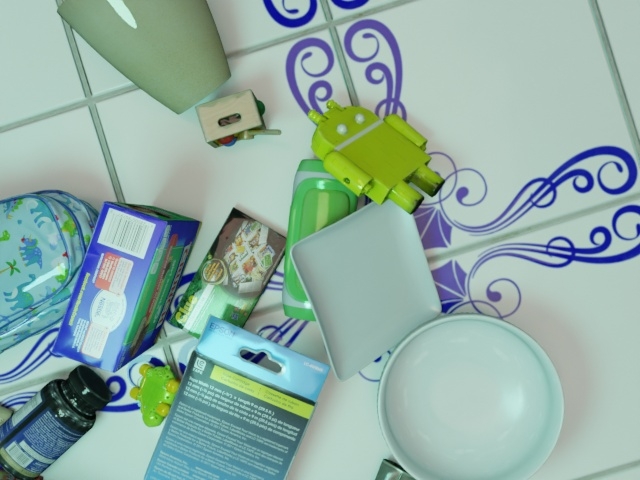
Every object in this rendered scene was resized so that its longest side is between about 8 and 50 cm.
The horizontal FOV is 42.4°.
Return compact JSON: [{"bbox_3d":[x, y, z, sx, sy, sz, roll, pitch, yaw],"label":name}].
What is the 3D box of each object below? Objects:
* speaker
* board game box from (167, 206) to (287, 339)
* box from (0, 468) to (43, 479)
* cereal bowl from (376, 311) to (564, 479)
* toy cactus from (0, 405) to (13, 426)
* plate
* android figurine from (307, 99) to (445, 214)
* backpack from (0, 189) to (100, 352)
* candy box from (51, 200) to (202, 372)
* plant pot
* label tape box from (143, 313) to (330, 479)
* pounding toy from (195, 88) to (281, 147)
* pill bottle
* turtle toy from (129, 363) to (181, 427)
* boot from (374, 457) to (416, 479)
[{"bbox_3d":[0.000,0.000,1.562,0.131,0.131,0.297,6,91,2],"label":"speaker"},{"bbox_3d":[-0.177,0.080,1.616,0.136,0.030,0.260,30,91,-1],"label":"board game box"},{"bbox_3d":[-0.635,0.581,1.586,0.128,0.122,0.257,10,91,1],"label":"box"},{"bbox_3d":[0.273,0.298,1.548,0.338,0.141,0.339,0,90,2],"label":"cereal bowl"},{"bbox_3d":[-0.695,0.327,1.606,0.180,0.112,0.219,13,82,-8],"label":"toy cactus"},{"bbox_3d":[0.083,0.076,1.522,0.277,0.045,0.278,-30,110,-30],"label":"plate"},{"bbox_3d":[0.096,-0.164,1.523,0.273,0.248,0.056,42,133,13],"label":"android figurine"},{"bbox_3d":[-0.562,0.048,1.534,0.355,0.273,0.290,-18,76,-10],"label":"backpack"},{"bbox_3d":[-0.335,0.072,1.476,0.122,0.317,0.268,20,92,0],"label":"candy box"},{"bbox_3d":[-0.295,-0.381,1.525,0.256,0.256,0.274,-36,105,2],"label":"plant pot"},{"bbox_3d":[-0.152,0.334,1.559,0.249,0.115,0.348,22,96,2],"label":"label tape box"},{"bbox_3d":[-0.150,-0.221,1.561,0.141,0.130,0.100,-17,90,2],"label":"pounding toy"},{"bbox_3d":[-0.512,0.345,1.580,0.219,0.123,0.123,-42,89,2],"label":"pill bottle"},{"bbox_3d":[-0.316,0.302,1.602,0.095,0.066,0.130,24,94,24],"label":"turtle toy"},{"bbox_3d":[0.091,0.522,1.589,0.189,0.076,0.209,20,98,-13],"label":"boot"}]
